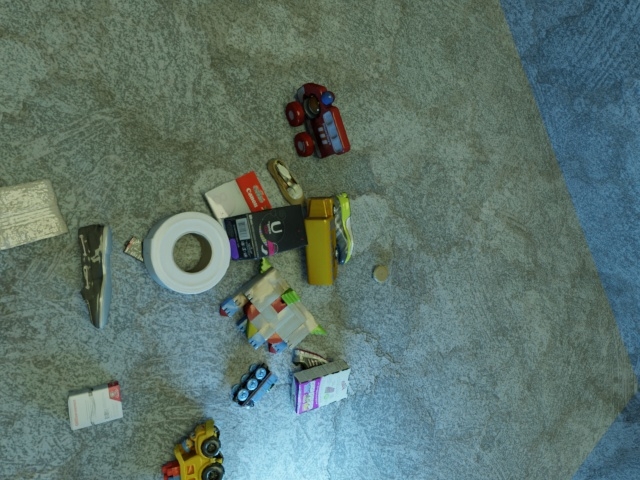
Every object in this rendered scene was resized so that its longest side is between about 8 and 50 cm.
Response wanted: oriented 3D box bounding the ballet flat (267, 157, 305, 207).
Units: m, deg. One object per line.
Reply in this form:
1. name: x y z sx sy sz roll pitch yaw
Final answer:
1. ballet flat: -0.128 -0.225 1.840 0.080 0.073 0.232 -45 109 -21

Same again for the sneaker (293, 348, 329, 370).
1. sneaker: -0.042 0.493 1.876 0.170 0.063 0.075 25 84 -27

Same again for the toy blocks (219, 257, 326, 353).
1. toy blocks: -0.197 0.287 1.751 0.261 0.190 0.381 -40 106 -11

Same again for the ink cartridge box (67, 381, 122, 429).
1. ink cartridge box: -0.728 0.532 1.501 0.150 0.063 0.109 -6 92 -28

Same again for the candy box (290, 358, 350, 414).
1. candy box: 0.000 0.583 1.860 0.233 0.071 0.159 -8 116 -28

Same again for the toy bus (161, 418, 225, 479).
1. toy bus: -0.446 0.760 1.617 0.211 0.149 0.220 -7 90 -12

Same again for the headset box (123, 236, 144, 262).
1. headset box: -0.628 0.030 1.586 0.083 0.032 0.062 33 73 -23

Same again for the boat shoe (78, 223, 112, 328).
1. boat shoe: -0.732 0.114 1.495 0.095 0.112 0.335 0 83 -11

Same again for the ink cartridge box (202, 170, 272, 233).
1. ink cartridge box: -0.302 -0.140 1.756 0.232 0.066 0.189 -30 103 -22

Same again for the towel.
1. towel: -0.945 -0.073 1.409 0.282 0.049 0.187 -19 98 -28

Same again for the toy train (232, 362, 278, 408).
1. toy train: -0.249 0.552 1.753 0.184 0.080 0.105 -48 116 -21

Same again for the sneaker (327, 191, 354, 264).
1. sneaker: 0.063 -0.046 1.935 0.121 0.111 0.300 -7 90 -12

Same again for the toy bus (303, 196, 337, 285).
1. toy bus: 0.000 0.000 1.837 0.130 0.108 0.333 -44 133 -68

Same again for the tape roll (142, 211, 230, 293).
1. tape roll: -0.463 0.041 1.618 0.286 0.100 0.286 -1 91 -36

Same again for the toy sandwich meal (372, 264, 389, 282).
1. toy sandwich meal: 0.267 0.147 2.071 0.085 0.029 0.086 -1 93 -25

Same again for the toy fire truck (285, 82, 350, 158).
1. toy fire truck: 0.006 -0.471 1.816 0.169 0.254 0.302 -21 99 -27

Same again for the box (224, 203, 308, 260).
1. box: -0.195 -0.032 1.719 0.270 0.143 0.165 -17 98 -46
